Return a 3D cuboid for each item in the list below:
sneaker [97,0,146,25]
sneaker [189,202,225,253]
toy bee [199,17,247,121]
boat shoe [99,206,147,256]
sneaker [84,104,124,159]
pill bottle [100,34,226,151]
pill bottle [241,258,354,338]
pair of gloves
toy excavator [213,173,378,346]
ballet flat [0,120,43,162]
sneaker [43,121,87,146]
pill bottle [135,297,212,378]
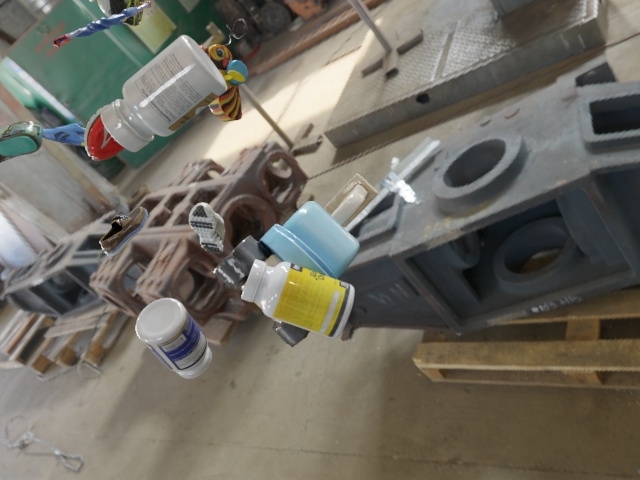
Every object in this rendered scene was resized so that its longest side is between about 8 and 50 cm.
[{"bbox_3d":[-0.541,-0.654,1.475,0.147,0.145,0.384,1,32,-10],"label":"sneaker"},{"bbox_3d":[-0.437,-0.069,2.230,0.110,0.292,0.118,12,59,9],"label":"sneaker"},{"bbox_3d":[-0.311,-0.507,1.675,0.195,0.162,0.298,-23,77,40],"label":"toy bee"},{"bbox_3d":[-0.573,-0.040,1.655,0.066,0.066,0.183,3,50,29],"label":"boat shoe"},{"bbox_3d":[-0.437,-0.288,1.356,0.118,0.107,0.279,24,59,39],"label":"sneaker"},{"bbox_3d":[-0.310,-0.281,1.115,0.229,0.131,0.131,-35,31,10],"label":"pill bottle"},{"bbox_3d":[-0.040,0.098,0.998,0.103,0.184,0.103,-160,90,-85],"label":"pill bottle"},{"bbox_3d":[-0.428,-0.430,1.128,0.198,0.023,0.159,-4,31,33],"label":"pair of gloves"},{"bbox_3d":[0.000,0.000,1.298,0.445,0.222,0.433,-45,1,-10],"label":"toy excavator"},{"bbox_3d":[-0.589,-0.177,1.032,0.189,0.070,0.070,-8,39,7],"label":"ballet flat"},{"bbox_3d":[-0.871,-0.374,1.967,0.069,0.210,0.082,-152,69,-77],"label":"sneaker"},{"bbox_3d":[-0.436,0.306,1.726,0.153,0.264,0.153,-8,49,9],"label":"pill bottle"}]
